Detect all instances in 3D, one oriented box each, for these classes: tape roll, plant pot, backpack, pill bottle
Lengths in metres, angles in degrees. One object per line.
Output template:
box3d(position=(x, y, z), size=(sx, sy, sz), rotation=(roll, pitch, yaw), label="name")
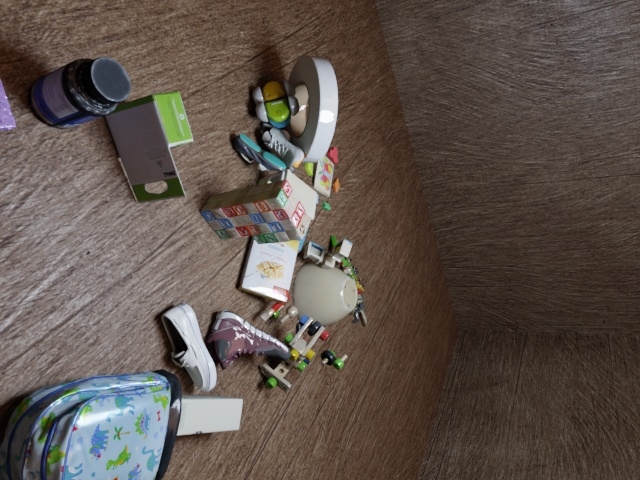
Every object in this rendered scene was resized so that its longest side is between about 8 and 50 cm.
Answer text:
box3d(position=(-0.048, -0.483, 1.709), size=(0.072, 0.392, 0.391), rotation=(0, 85, -24), label="tape roll")
box3d(position=(0.042, 0.225, 1.909), size=(0.284, 0.191, 0.283), rotation=(16, 71, -57), label="plant pot")
box3d(position=(-0.481, 0.424, 0.987), size=(0.356, 0.274, 0.289), rotation=(23, 72, -42), label="backpack")
box3d(position=(-0.528, -0.327, 1.010), size=(0.123, 0.219, 0.122), rotation=(14, 73, -58), label="pill bottle")

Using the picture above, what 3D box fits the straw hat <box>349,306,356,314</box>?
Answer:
box3d(position=(0.112, 0.278, 2.135), size=(0.061, 0.144, 0.144), rotation=(2, 82, -21), label="straw hat")

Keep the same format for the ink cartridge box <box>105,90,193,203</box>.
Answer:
box3d(position=(-0.429, -0.238, 1.196), size=(0.097, 0.189, 0.255), rotation=(-40, 121, -56), label="ink cartridge box")

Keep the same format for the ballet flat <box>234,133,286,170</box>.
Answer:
box3d(position=(-0.218, -0.292, 1.607), size=(0.203, 0.074, 0.074), rotation=(34, 49, -11), label="ballet flat")

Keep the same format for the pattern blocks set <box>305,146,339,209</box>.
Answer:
box3d(position=(0.016, -0.305, 2.104), size=(0.285, 0.026, 0.324), rotation=(12, 75, -58), label="pattern blocks set")

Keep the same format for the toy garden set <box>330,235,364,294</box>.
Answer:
box3d(position=(0.134, 0.116, 2.123), size=(0.244, 0.049, 0.203), rotation=(59, 10, -36), label="toy garden set")

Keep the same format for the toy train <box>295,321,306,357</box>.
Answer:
box3d(position=(-0.076, 0.406, 1.833), size=(0.027, 0.036, 0.158), rotation=(3, 83, -59), label="toy train")

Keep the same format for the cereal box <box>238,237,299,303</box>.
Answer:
box3d(position=(-0.179, 0.086, 1.627), size=(0.173, 0.047, 0.240), rotation=(21, 63, -23), label="cereal box")

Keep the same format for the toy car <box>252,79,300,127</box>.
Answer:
box3d(position=(-0.162, -0.500, 1.712), size=(0.136, 0.159, 0.181), rotation=(80, -4, -63), label="toy car")

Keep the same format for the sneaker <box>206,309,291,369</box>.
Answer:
box3d(position=(-0.242, 0.356, 1.465), size=(0.281, 0.106, 0.162), rotation=(34, 63, -14), label="sneaker")

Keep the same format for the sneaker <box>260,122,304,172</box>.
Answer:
box3d(position=(-0.155, -0.345, 1.684), size=(0.121, 0.099, 0.262), rotation=(23, 22, -40), label="sneaker")

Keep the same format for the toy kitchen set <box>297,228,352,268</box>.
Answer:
box3d(position=(0.000, 0.000, 1.815), size=(0.207, 0.166, 0.122), rotation=(28, 55, -16), label="toy kitchen set")

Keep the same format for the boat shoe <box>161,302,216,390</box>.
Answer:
box3d(position=(-0.376, 0.314, 1.293), size=(0.088, 0.096, 0.267), rotation=(-27, 108, -53), label="boat shoe")

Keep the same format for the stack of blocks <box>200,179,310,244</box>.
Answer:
box3d(position=(-0.204, -0.076, 1.438), size=(0.171, 0.298, 0.087), rotation=(60, 37, -36), label="stack of blocks")

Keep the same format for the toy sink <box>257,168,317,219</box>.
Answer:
box3d(position=(-0.146, -0.165, 1.671), size=(0.234, 0.153, 0.131), rotation=(33, 53, -41), label="toy sink")

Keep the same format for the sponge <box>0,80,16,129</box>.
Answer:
box3d(position=(-0.714, -0.263, 0.875), size=(0.210, 0.031, 0.117), rotation=(-31, 112, -56), label="sponge")

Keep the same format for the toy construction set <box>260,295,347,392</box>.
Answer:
box3d(position=(-0.121, 0.383, 1.622), size=(0.237, 0.258, 0.308), rotation=(-38, 98, -41), label="toy construction set")

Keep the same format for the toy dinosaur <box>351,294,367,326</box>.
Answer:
box3d(position=(0.192, 0.344, 2.273), size=(0.118, 0.064, 0.268), rotation=(-49, 130, -59), label="toy dinosaur")

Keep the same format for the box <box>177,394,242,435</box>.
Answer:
box3d(position=(-0.352, 0.489, 1.291), size=(0.275, 0.113, 0.094), rotation=(28, 62, -53), label="box")
